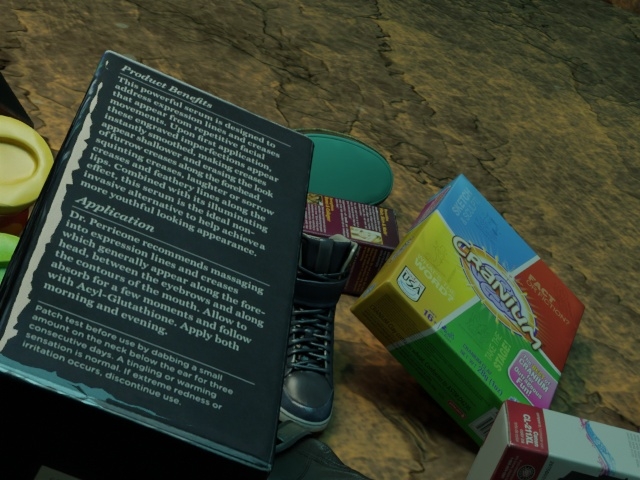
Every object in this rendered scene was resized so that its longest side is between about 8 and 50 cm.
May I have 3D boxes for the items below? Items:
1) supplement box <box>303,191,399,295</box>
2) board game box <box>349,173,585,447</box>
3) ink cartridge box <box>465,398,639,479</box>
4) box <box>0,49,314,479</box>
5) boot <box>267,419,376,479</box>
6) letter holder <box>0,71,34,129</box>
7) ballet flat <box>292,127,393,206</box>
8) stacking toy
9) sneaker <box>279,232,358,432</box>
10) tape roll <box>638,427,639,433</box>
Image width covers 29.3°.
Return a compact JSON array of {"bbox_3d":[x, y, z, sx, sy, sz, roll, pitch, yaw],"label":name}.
[{"bbox_3d":[0.000,0.000,1.554,0.188,0.080,0.104,12,31,-11],"label":"supplement box"},{"bbox_3d":[0.185,0.081,1.447,0.242,0.064,0.316,46,32,-5],"label":"board game box"},{"bbox_3d":[0.249,0.247,1.243,0.175,0.127,0.072,15,32,-6],"label":"ink cartridge box"},{"bbox_3d":[-0.171,0.087,1.035,0.212,0.293,0.395,23,38,-14],"label":"box"},{"bbox_3d":[0.021,0.272,1.119,0.229,0.091,0.263,27,30,15],"label":"boot"},{"bbox_3d":[-0.520,-0.170,1.513,0.152,0.214,0.302,34,11,-46],"label":"letter holder"},{"bbox_3d":[-0.066,-0.092,1.654,0.349,0.123,0.123,-1,36,-33],"label":"ballet flat"},{"bbox_3d":[-0.434,0.018,1.321,0.309,0.130,0.279,-6,64,-30],"label":"stacking toy"},{"bbox_3d":[-0.012,0.085,1.335,0.086,0.163,0.226,11,33,-15],"label":"sneaker"},{"bbox_3d":[0.441,0.153,1.353,0.090,0.274,0.275,23,31,7],"label":"tape roll"}]
